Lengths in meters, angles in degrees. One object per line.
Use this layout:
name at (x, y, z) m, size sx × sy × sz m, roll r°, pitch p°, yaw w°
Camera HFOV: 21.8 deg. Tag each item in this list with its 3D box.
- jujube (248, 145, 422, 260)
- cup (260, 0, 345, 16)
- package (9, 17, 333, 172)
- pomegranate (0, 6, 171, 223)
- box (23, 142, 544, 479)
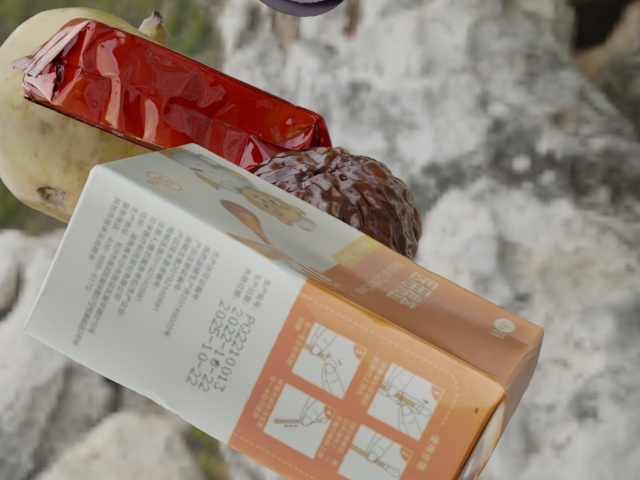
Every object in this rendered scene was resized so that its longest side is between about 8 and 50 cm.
jujube at (0.000, 0.000, 1.820) m, size 0.232 × 0.213 × 0.213 m, roll -56°, pitch -12°, yaw -53°
cup at (0.044, -0.310, 1.412) m, size 0.288 × 0.203 × 0.203 m, roll -45°, pitch -14°, yaw -44°
package at (-0.162, -0.153, 2.026) m, size 0.123 × 0.423 × 0.196 m, roll -68°, pitch 19°, yaw 1°
pomegranate at (-0.308, -0.183, 2.373) m, size 0.342 × 0.342 × 0.343 m, roll -176°, pitch 90°, yaw -70°
box at (-0.015, 0.069, 1.253) m, size 0.143 × 0.341 × 0.225 m, roll -65°, pitch -10°, yaw 13°
